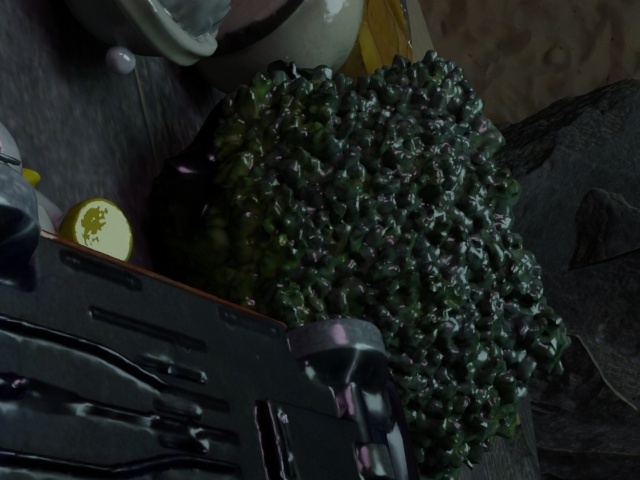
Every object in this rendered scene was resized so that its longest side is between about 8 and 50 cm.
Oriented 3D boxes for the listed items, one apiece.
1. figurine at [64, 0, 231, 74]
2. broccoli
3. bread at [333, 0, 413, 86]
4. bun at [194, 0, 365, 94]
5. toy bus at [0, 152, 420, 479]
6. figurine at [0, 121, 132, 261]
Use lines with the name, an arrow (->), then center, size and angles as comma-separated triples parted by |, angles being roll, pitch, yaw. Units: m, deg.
figurine -> -0.111, -0.217, 0.697 | 0.162, 0.141, 0.236 | 50, 29, -48
broccoli -> 0.028, 0.027, 0.763 | 0.317, 0.277, 0.338 | -118, -166, -62
bread -> 0.000, -0.222, 1.099 | 0.288, 0.156, 0.204 | 56, 32, -58
bun -> -0.031, -0.193, 0.897 | 0.120, 0.173, 0.172 | 46, 31, -40
toy bus -> -0.082, 0.094, 0.407 | 0.329, 0.153, 0.143 | 27, 42, -50
figurine -> -0.168, -0.028, 0.447 | 0.129, 0.109, 0.178 | 53, -3, 42
